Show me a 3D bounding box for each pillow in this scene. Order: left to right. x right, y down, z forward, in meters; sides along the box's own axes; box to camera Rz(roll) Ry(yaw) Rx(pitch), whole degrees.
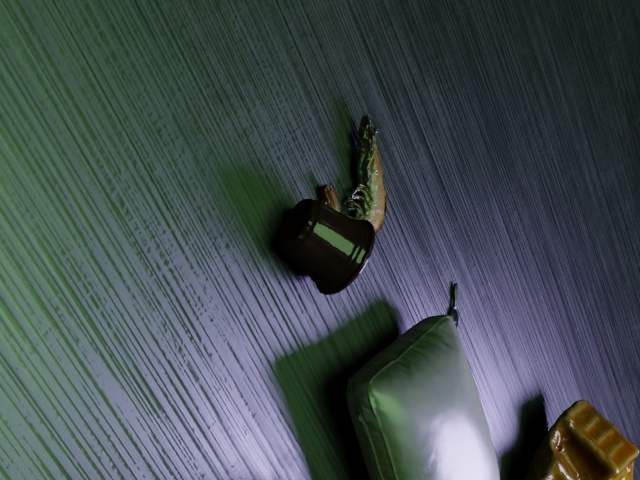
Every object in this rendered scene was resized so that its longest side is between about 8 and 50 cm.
[{"bbox_3d":[0.154,0.293,0.991,0.255,0.119,0.323,-28,104,-47],"label":"pillow"}]

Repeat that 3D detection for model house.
[{"bbox_3d":[0.477,0.429,1.285,0.268,0.173,0.239,-8,93,-50],"label":"model house"}]

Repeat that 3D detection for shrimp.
[{"bbox_3d":[0.043,-0.089,0.982,0.124,0.034,0.178,-8,96,-41],"label":"shrimp"}]

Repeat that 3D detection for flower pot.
[{"bbox_3d":[0.000,0.000,0.878,0.089,0.111,0.111,34,61,-26],"label":"flower pot"}]

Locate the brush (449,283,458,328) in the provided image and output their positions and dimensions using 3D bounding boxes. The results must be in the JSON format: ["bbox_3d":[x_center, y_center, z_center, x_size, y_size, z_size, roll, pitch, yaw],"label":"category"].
[{"bbox_3d":[0.223,0.112,1.167,0.024,0.008,0.083,17,74,-42],"label":"brush"}]
